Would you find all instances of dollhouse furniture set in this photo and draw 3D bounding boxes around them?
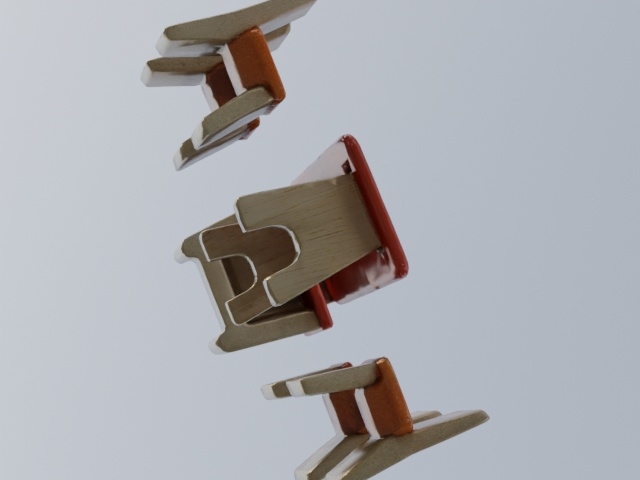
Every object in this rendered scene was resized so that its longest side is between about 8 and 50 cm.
[{"bbox_3d":[0.000,0.000,0.843,0.259,0.135,0.262,150,-81,-74],"label":"dollhouse furniture set"}]
